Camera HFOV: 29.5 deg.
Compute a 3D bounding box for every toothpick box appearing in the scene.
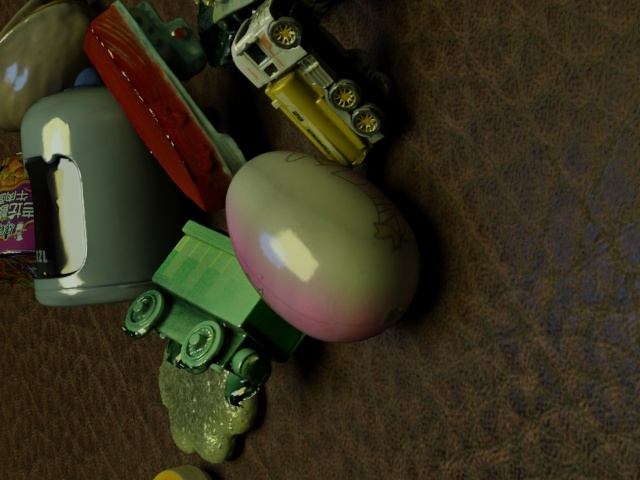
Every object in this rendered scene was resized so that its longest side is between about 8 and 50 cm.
[{"bbox_3d":[-0.321,-0.088,1.856,0.263,0.263,0.355,-3,94,55],"label":"toothpick box"}]

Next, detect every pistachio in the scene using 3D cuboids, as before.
[{"bbox_3d":[-0.510,-0.326,2.184,0.166,0.197,0.288,44,112,42],"label":"pistachio"}]

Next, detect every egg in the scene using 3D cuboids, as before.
[{"bbox_3d":[0.000,0.000,1.438,0.271,0.196,0.196,58,133,35],"label":"egg"}]

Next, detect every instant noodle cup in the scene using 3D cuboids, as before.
[{"bbox_3d":[-0.459,-0.033,2.078,0.251,0.251,0.190,-22,62,52],"label":"instant noodle cup"}]

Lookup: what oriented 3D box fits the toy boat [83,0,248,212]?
[{"bbox_3d":[-0.191,-0.191,1.714,0.332,0.133,0.145,56,161,-1],"label":"toy boat"}]

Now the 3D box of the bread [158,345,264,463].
[{"bbox_3d":[-0.162,0.226,1.787,0.286,0.056,0.207,-38,56,49],"label":"bread"}]

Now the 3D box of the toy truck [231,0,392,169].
[{"bbox_3d":[-0.007,-0.189,1.456,0.114,0.227,0.098,-32,24,31],"label":"toy truck"}]

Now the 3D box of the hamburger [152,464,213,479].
[{"bbox_3d":[-0.204,0.398,1.813,0.141,0.081,0.126,-32,64,36],"label":"hamburger"}]

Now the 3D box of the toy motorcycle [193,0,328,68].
[{"bbox_3d":[-0.082,-0.379,1.594,0.410,0.168,0.237,-21,75,61],"label":"toy motorcycle"}]

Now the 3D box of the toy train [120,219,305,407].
[{"bbox_3d":[-0.133,0.093,1.635,0.202,0.120,0.301,-53,35,-11],"label":"toy train"}]
